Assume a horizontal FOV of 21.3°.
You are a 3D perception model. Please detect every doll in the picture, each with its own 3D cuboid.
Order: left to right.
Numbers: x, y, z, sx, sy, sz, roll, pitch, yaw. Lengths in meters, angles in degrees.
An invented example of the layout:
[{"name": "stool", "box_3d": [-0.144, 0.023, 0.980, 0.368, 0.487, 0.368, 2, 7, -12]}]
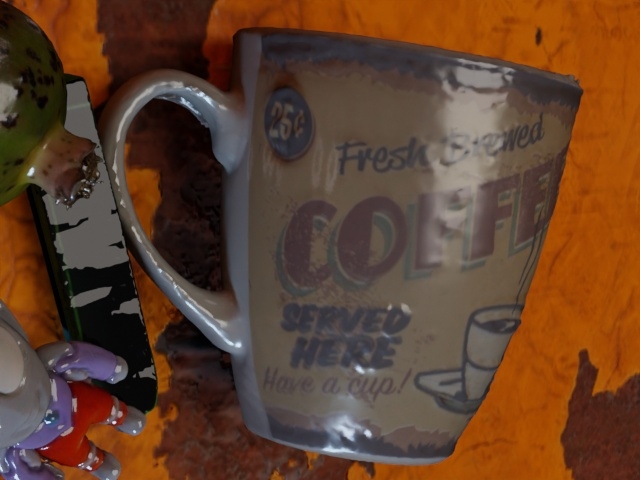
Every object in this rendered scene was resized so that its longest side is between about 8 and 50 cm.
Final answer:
[{"name": "doll", "box_3d": [-0.191, 0.079, 0.931, 0.227, 0.075, 0.102, 33, 83, -43]}]

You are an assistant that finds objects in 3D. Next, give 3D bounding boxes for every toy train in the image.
[{"name": "toy train", "box_3d": [-0.141, 0.007, 1.008, 0.044, 0.042, 0.209, -19, 109, -23]}]

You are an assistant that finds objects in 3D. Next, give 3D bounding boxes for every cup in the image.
[{"name": "cup", "box_3d": [0.000, 0.000, 1.065, 0.301, 0.227, 0.257, 10, 89, -19]}]

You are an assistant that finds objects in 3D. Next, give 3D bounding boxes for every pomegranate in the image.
[{"name": "pomegranate", "box_3d": [-0.181, -0.071, 0.892, 0.130, 0.130, 0.130, -4, 95, -48]}]
